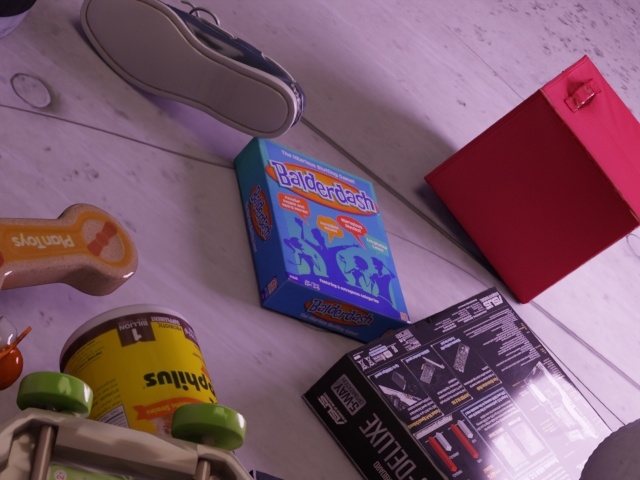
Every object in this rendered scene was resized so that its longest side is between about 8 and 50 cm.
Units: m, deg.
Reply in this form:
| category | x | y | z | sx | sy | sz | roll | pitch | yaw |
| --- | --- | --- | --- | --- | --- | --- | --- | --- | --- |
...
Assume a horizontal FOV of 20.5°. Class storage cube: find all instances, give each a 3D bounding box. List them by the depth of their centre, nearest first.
| category | x | y | z | sx | sy | sz | roll | pitch | yaw |
| --- | --- | --- | --- | --- | --- | --- | --- | --- | --- |
| storage cube | 0.274 | -0.072 | 2.073 | 0.193 | 0.215 | 0.183 | 52 | 31 | 1 |

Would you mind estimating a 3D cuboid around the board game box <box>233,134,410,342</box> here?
| category | x | y | z | sx | sy | sz | roll | pitch | yaw |
| --- | --- | --- | --- | --- | --- | --- | --- | --- | --- |
| board game box | 0.000 | 0.000 | 1.829 | 0.160 | 0.047 | 0.210 | 20 | 37 | -32 |

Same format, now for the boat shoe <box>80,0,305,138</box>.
| category | x | y | z | sx | sy | sz | roll | pitch | yaw |
| --- | --- | --- | --- | --- | --- | --- | --- | --- | --- |
| boat shoe | -0.130 | -0.194 | 1.854 | 0.254 | 0.095 | 0.079 | 25 | 22 | 4 |

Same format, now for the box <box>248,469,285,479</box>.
| category | x | y | z | sx | sy | sz | roll | pitch | yaw |
| --- | --- | --- | --- | --- | --- | --- | --- | --- | --- |
| box | -0.008 | 0.292 | 1.434 | 0.158 | 0.093 | 0.156 | 23 | 37 | -28 |

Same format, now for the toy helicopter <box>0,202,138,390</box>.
| category | x | y | z | sx | sy | sz | roll | pitch | yaw |
| --- | --- | --- | --- | --- | --- | --- | --- | --- | --- |
| toy helicopter | -0.269 | 0.024 | 1.424 | 0.355 | 0.140 | 0.235 | -3 | 54 | -54 |

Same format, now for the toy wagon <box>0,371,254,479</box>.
| category | x | y | z | sx | sy | sz | roll | pitch | yaw |
| --- | --- | --- | --- | --- | --- | --- | --- | --- | --- |
| toy wagon | -0.192 | 0.227 | 1.252 | 0.344 | 0.068 | 0.267 | 13 | 60 | -10 |

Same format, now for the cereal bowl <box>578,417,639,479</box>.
| category | x | y | z | sx | sy | sz | roll | pitch | yaw |
| --- | --- | --- | --- | --- | --- | --- | --- | --- | --- |
| cereal bowl | 0.319 | 0.337 | 1.646 | 0.339 | 0.141 | 0.339 | -20 | 90 | -78 |

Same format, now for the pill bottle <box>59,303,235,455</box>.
| category | x | y | z | sx | sy | sz | roll | pitch | yaw |
| --- | --- | --- | --- | --- | --- | --- | --- | --- | --- |
| pill bottle | -0.132 | 0.165 | 1.421 | 0.117 | 0.117 | 0.215 | 12 | 43 | -40 |

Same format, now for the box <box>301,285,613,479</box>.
| category | x | y | z | sx | sy | sz | roll | pitch | yaw |
| --- | --- | --- | --- | --- | --- | --- | --- | --- | --- |
| box | 0.157 | 0.188 | 1.756 | 0.242 | 0.076 | 0.307 | 52 | 33 | 12 |

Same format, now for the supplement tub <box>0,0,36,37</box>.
| category | x | y | z | sx | sy | sz | roll | pitch | yaw |
| --- | --- | --- | --- | --- | --- | --- | --- | --- | --- |
| supplement tub | -0.294 | -0.354 | 1.661 | 0.193 | 0.316 | 0.193 | 30 | 34 | -22 |
